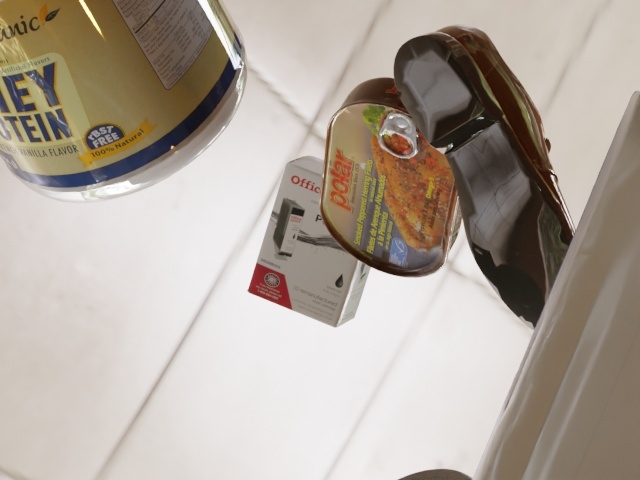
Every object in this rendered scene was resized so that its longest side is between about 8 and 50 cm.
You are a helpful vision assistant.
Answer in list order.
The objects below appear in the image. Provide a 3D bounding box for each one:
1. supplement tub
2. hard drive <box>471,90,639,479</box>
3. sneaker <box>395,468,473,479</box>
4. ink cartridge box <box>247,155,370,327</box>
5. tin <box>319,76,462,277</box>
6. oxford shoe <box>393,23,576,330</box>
[{"bbox_3d":[-0.216,-0.209,1.564,0.228,0.228,0.316,-49,134,-22],"label":"supplement tub"},{"bbox_3d":[0.220,0.103,0.693,0.040,0.318,0.210,-55,167,-82],"label":"hard drive"},{"bbox_3d":[-0.012,0.274,1.302,0.295,0.104,0.147,-22,123,-15],"label":"sneaker"},{"bbox_3d":[0.000,0.000,1.850,0.056,0.099,0.135,-24,133,-68],"label":"ink cartridge box"},{"bbox_3d":[0.055,-0.045,1.423,0.190,0.106,0.040,98,16,-54],"label":"tin"},{"bbox_3d":[0.125,-0.041,1.228,0.076,0.076,0.212,-29,97,-47],"label":"oxford shoe"}]
